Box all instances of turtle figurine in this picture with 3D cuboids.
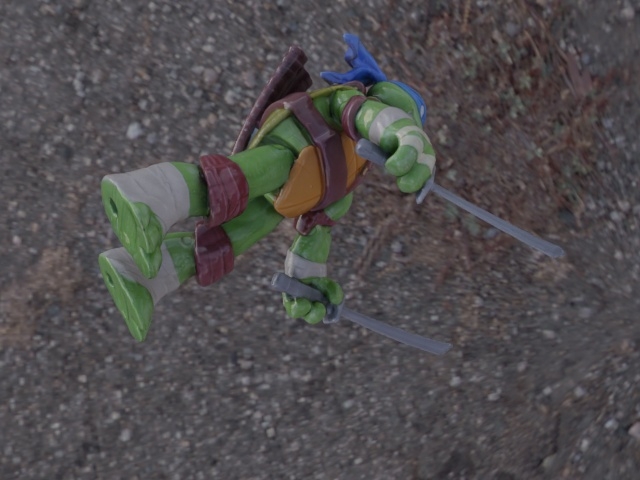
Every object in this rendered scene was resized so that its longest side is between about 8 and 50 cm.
[{"bbox_3d":[0.000,0.000,0.722,0.266,0.197,0.275,-22,97,-25],"label":"turtle figurine"}]
